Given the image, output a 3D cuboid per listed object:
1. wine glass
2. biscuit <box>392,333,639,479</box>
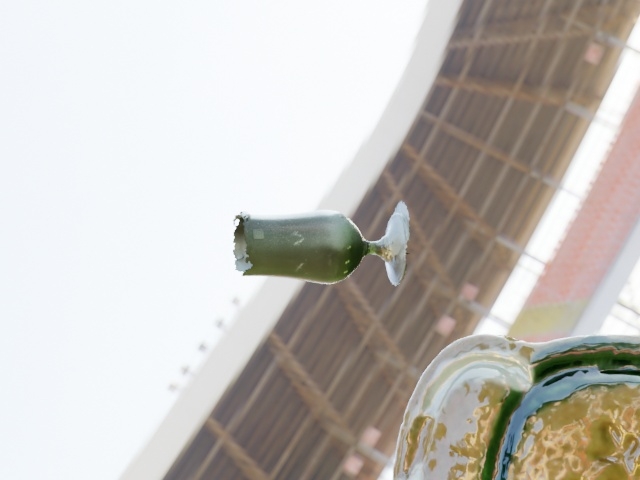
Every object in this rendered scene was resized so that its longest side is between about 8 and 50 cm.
[{"bbox_3d":[0.000,0.000,0.693,0.039,0.083,0.042,-101,19,-47],"label":"wine glass"},{"bbox_3d":[0.210,0.206,0.969,0.057,0.343,0.287,14,-97,-72],"label":"biscuit"}]
